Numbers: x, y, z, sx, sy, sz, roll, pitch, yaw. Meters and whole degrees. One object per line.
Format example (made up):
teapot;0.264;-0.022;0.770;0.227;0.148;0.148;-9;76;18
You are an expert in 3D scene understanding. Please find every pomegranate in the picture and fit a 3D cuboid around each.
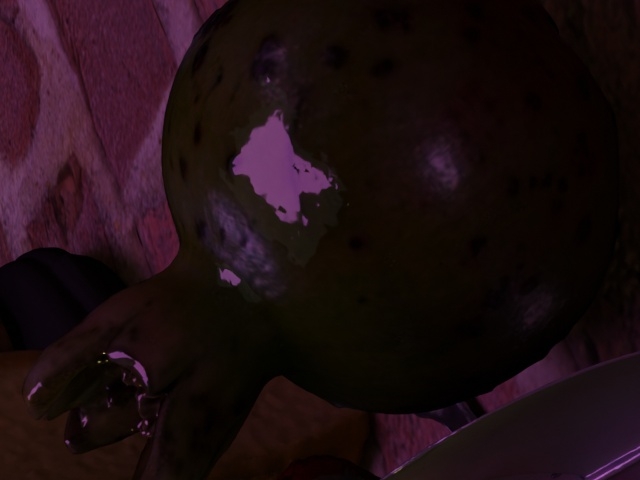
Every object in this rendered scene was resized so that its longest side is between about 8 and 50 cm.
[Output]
pomegranate;0.011;0.007;0.740;0.242;0.242;0.306;34;94;50

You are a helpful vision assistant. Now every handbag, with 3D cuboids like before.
handbag;-0.199;0.140;1.255;0.308;0.093;0.253;42;128;46

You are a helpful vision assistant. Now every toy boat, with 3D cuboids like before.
toy boat;0.087;0.106;0.674;0.318;0.219;0.072;-52;42;45

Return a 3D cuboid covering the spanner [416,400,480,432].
spanner;0.116;0.145;0.834;0.254;0.015;0.054;50;135;40

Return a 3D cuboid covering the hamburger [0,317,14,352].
hamburger;-0.354;0.150;1.260;0.244;0.163;0.244;12;104;54

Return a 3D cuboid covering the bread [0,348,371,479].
bread;-0.161;0.221;0.998;0.143;0.324;0.333;53;136;38
